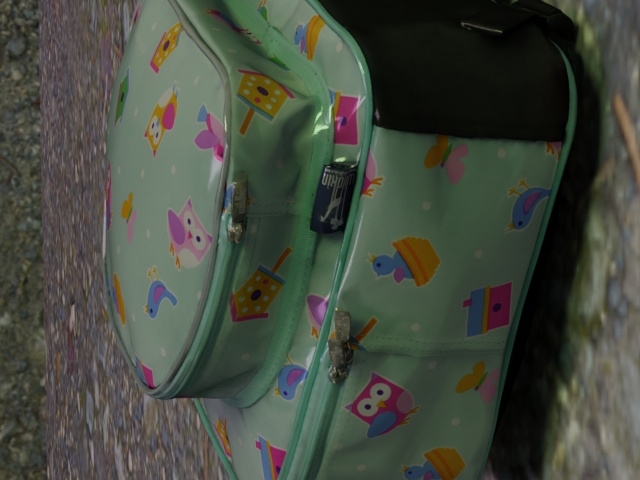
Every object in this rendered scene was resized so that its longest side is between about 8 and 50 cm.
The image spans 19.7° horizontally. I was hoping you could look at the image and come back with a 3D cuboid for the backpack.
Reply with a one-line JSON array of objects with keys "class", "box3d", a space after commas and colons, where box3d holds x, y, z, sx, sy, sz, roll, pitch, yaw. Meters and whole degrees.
[{"class": "backpack", "box3d": [0.000, 0.000, 0.641, 0.166, 0.144, 0.188, -129, 37, -59]}]
